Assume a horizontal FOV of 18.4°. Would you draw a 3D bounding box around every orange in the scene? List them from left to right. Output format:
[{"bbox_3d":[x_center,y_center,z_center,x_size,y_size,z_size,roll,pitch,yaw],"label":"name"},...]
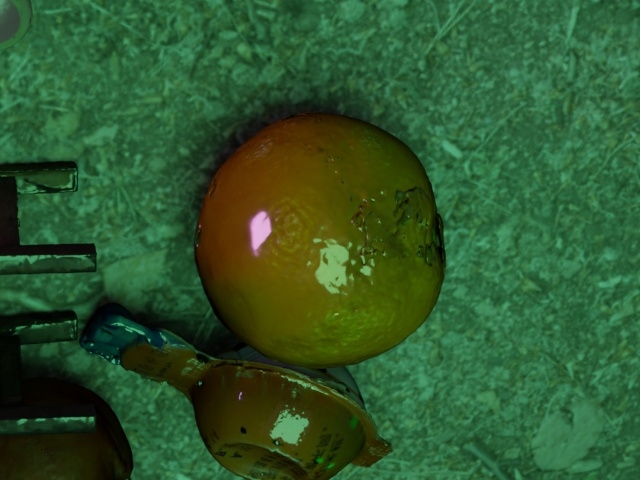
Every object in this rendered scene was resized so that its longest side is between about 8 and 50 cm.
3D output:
[{"bbox_3d":[0.000,0.000,1.886,0.246,0.246,0.246,-6,116,-13],"label":"orange"}]

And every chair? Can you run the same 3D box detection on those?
[{"bbox_3d":[-0.421,0.057,1.800,0.416,0.240,0.203,-2,114,-12],"label":"chair"}]

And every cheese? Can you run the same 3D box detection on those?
[{"bbox_3d":[-0.082,0.153,1.976,0.329,0.217,0.129,25,61,-11],"label":"cheese"}]

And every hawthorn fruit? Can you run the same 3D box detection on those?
[{"bbox_3d":[-0.312,0.239,1.930,0.260,0.224,0.224,5,113,-4],"label":"hawthorn fruit"}]

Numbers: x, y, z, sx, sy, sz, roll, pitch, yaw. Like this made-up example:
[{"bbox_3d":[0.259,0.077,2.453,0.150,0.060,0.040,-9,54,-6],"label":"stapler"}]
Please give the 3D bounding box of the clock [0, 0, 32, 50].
[{"bbox_3d":[-0.417,-0.256,1.716,0.309,0.114,0.284,-12,115,-12],"label":"clock"}]
